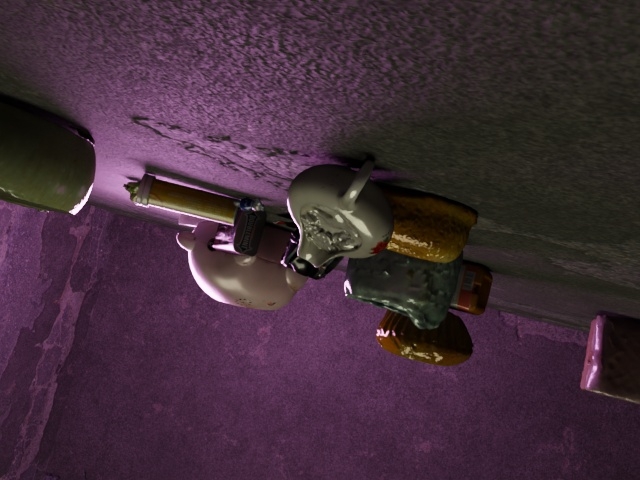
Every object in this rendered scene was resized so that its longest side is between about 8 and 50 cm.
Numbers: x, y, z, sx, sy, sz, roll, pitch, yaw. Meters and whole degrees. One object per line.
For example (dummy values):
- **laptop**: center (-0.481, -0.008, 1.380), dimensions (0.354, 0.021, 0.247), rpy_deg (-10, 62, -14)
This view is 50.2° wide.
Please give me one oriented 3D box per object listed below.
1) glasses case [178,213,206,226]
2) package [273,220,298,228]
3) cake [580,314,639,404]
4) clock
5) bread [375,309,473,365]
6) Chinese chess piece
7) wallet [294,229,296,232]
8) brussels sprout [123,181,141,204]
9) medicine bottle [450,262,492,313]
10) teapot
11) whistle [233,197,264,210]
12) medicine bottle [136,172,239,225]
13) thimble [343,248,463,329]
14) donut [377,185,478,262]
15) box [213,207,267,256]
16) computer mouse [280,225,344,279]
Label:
- **glasses case**: center (-0.391, -0.063, 2.237), dimensions (0.071, 0.047, 0.205), rpy_deg (13, 177, -34)
- **package**: center (0.015, -0.016, 1.628), dimensions (0.239, 0.030, 0.154), rpy_deg (16, 177, -19)
- **cake**: center (0.895, 0.346, 1.898), dimensions (0.309, 0.229, 0.237), rpy_deg (13, 176, 16)
- **clock**: center (-0.228, 0.068, 2.026), dimensions (0.369, 0.250, 0.377), rpy_deg (13, 175, 24)
- **bread**: center (0.252, 0.222, 1.630), dimensions (0.240, 0.139, 0.240), rpy_deg (14, 177, 1)
- **Chinese chess piece**: center (-0.556, -0.152, 1.147), dimensions (0.350, 0.146, 0.349), rpy_deg (15, 174, 1)
- **wallet**: center (0.000, 0.000, 1.774), dimensions (0.118, 0.038, 0.153), rpy_deg (17, -178, -18)
- **brussels sprout**: center (-0.470, -0.124, 1.756), dimensions (0.085, 0.058, 0.085), rpy_deg (32, 179, 1)
- **medicine bottle**: center (0.282, 0.098, 1.623), dimensions (0.222, 0.111, 0.149), rpy_deg (13, 175, 25)
- **teapot**: center (0.029, -0.042, 0.862), dimensions (0.145, 0.092, 0.226), rpy_deg (29, 154, 2)
- **whistle**: center (-0.153, -0.078, 1.455), dimensions (0.083, 0.029, 0.033), rpy_deg (5, 134, 36)
- **medicine bottle**: center (-0.293, -0.089, 1.522), dimensions (0.218, 0.073, 0.074), rpy_deg (14, 175, -6)
- **thimble**: center (0.149, 0.061, 1.260), dimensions (0.205, 0.171, 0.250), rpy_deg (18, 176, -12)
- **donut**: center (0.123, -0.021, 0.973), dimensions (0.190, 0.074, 0.174), rpy_deg (15, 176, 6)
- **box**: center (-0.206, -0.022, 1.719), dimensions (0.069, 0.120, 0.224), rpy_deg (17, 176, -20)
- **computer mouse**: center (-0.008, 0.004, 1.365), dimensions (0.096, 0.137, 0.233), rpy_deg (34, -177, 17)
